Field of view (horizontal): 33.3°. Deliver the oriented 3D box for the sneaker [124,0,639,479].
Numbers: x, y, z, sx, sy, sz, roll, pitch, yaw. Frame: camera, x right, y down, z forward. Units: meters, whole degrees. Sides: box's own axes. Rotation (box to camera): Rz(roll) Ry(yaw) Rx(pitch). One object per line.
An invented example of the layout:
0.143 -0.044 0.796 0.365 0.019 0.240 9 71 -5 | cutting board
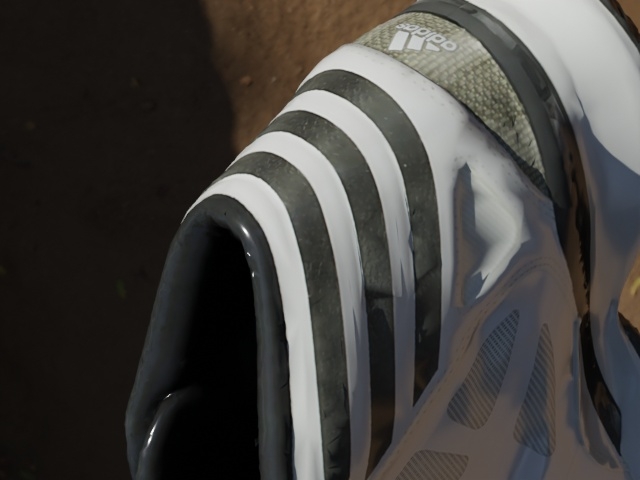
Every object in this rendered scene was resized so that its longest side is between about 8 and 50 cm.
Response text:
0.041 0.103 0.533 0.169 0.257 0.447 33 152 43 | sneaker
